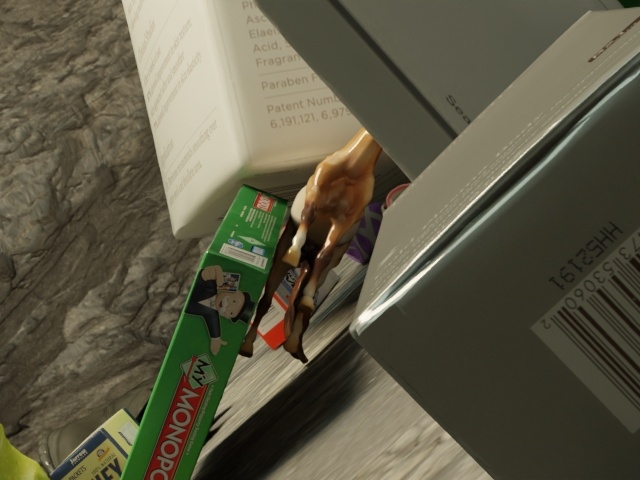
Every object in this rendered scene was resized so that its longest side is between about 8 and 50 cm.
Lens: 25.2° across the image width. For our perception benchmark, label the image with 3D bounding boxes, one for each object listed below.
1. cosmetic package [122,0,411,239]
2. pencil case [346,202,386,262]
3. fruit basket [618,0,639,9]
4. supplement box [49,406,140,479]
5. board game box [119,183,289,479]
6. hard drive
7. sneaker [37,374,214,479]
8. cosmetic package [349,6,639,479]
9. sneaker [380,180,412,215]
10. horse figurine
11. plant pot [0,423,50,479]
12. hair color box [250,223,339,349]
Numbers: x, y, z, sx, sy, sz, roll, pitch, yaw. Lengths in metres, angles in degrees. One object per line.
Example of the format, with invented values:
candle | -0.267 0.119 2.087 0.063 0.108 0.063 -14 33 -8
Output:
cosmetic package | -0.002 -0.243 1.369 0.327 0.394 0.329 -11 -6 -17
pencil case | 0.086 -0.065 1.626 0.206 0.086 0.088 -42 16 -14
fruit basket | 0.189 -0.330 1.594 0.165 0.353 0.327 -58 8 -18
supplement box | -0.158 0.188 1.137 0.056 0.083 0.083 -42 0 8
board game box | -0.086 0.083 1.065 0.317 0.046 0.214 -82 12 -80
hard drive | 0.111 -0.144 0.966 0.047 0.233 0.353 -40 3 34
sneaker | -0.166 0.177 1.313 0.130 0.109 0.286 -35 6 11
cosmetic package | 0.090 -0.002 0.465 0.127 0.107 0.238 -45 6 7
sneaker | 0.083 -0.019 1.140 0.051 0.070 0.134 -45 2 0
horse figurine | 0.000 0.000 1.150 0.263 0.066 0.174 113 -178 -59
plant pot | -0.328 0.255 1.045 0.254 0.276 0.276 -29 6 13
hair color box | -0.044 0.048 1.621 0.053 0.093 0.167 -40 4 21
